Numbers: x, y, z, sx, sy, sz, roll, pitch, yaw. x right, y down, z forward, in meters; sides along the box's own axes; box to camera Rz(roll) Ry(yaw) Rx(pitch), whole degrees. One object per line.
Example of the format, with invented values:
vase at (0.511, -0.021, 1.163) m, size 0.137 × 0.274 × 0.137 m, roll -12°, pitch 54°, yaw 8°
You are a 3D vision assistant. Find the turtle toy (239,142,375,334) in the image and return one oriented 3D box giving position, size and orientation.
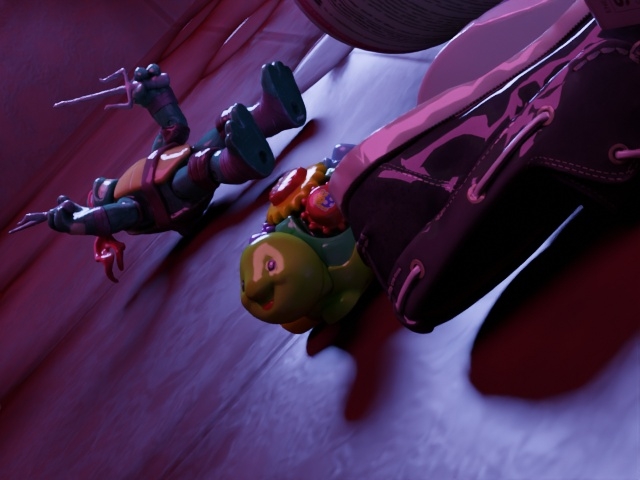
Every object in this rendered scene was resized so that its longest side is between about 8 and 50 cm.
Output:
turtle toy at (0.000, 0.000, 0.747) m, size 0.095 × 0.066 × 0.130 m, roll -36°, pitch 19°, yaw 36°

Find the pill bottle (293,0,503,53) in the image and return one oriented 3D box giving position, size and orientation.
pill bottle at (0.082, -0.205, 0.836) m, size 0.160 × 0.160 × 0.283 m, roll -50°, pitch 11°, yaw -13°

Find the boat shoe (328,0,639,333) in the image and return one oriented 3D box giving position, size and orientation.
boat shoe at (0.114, -0.046, 0.583) m, size 0.233 × 0.084 × 0.079 m, roll -34°, pitch 57°, yaw 20°

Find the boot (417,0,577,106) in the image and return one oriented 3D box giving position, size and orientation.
boot at (0.133, -0.108, 0.691) m, size 0.190 × 0.069 × 0.086 m, roll -31°, pitch 9°, yaw 36°

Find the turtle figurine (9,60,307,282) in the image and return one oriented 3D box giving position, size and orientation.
turtle figurine at (-0.128, -0.060, 1.161) m, size 0.234 × 0.118 × 0.175 m, roll -18°, pitch 44°, yaw 31°

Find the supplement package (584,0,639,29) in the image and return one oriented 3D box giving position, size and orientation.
supplement package at (0.181, -0.171, 0.439) m, size 0.244 × 0.134 × 0.139 m, roll -5°, pitch 41°, yaw 43°
